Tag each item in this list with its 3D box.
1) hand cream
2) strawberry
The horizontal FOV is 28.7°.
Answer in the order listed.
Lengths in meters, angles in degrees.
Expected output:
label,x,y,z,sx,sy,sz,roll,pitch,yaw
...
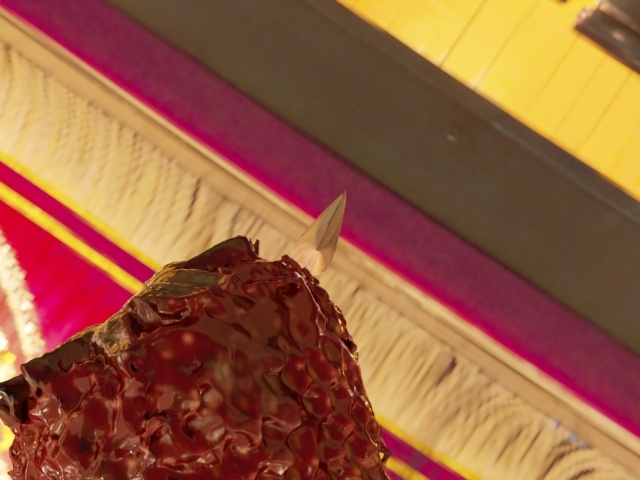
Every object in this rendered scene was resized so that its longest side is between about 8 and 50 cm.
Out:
label,x,y,z,sx,sy,sz,roll,pitch,yaw
hand cream,0.000,0.000,1.598,0.054,0.087,0.186,26,161,-1
strawberry,-0.054,0.179,0.922,0.343,0.292,0.292,49,175,2
